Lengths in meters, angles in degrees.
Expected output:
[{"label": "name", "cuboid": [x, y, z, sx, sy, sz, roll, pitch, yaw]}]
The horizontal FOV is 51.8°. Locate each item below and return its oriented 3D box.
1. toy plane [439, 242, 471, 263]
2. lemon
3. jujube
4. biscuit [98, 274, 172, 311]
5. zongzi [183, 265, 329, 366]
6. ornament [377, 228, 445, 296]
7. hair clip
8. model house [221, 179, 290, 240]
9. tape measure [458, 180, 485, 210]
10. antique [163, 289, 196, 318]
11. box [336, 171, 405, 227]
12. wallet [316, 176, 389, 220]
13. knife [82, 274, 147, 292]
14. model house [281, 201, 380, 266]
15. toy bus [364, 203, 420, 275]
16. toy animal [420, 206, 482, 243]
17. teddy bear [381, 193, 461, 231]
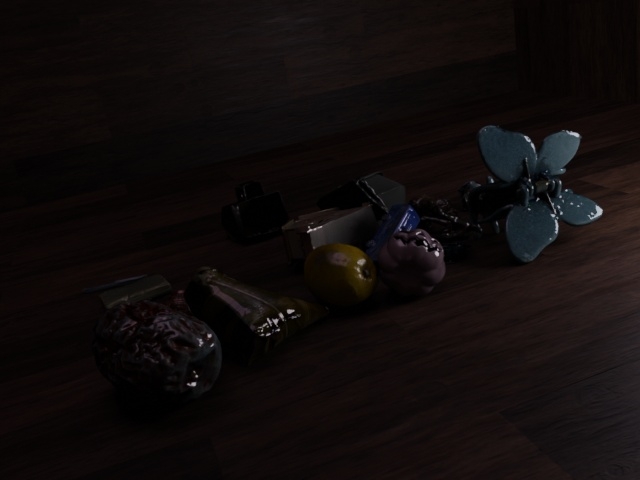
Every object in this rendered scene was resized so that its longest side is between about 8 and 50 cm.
[{"label": "toy plane", "cuboid": [0.320, 0.030, 1.900, 0.235, 0.060, 0.096, -4, 13, 7]}, {"label": "lemon", "cuboid": [0.049, 0.090, 1.709, 0.207, 0.169, 0.170, 3, 24, 43]}, {"label": "jujube", "cuboid": [-0.362, 0.242, 1.432, 0.317, 0.225, 0.226, 15, 31, 40]}, {"label": "biscuit", "cuboid": [-0.564, 0.159, 2.005, 0.200, 0.040, 0.121, -20, 20, -23]}, {"label": "zongzi", "cuboid": [-0.156, 0.152, 1.628, 0.288, 0.134, 0.286, -21, 48, -42]}, {"label": "ornament", "cuboid": [0.237, 0.054, 1.710, 0.178, 0.177, 0.177, -9, 20, 3]}, {"label": "hair clip", "cuboid": [0.601, -0.141, 1.925, 0.319, 0.391, 0.238, -16, -6, -11]}, {"label": "model house", "cuboid": [-0.260, -0.112, 2.402, 0.212, 0.204, 0.243, -19, 5, -22]}, {"label": "tape measure", "cuboid": [0.519, -0.155, 2.246, 0.091, 0.094, 0.054, -11, 14, -5]}, {"label": "antique", "cuboid": [-0.370, 0.188, 1.749, 0.104, 0.104, 0.104, -9, 20, 3]}, {"label": "box", "cuboid": [0.178, -0.125, 2.260, 0.243, 0.163, 0.135, -23, 32, -34]}, {"label": "wallet", "cuboid": [0.102, -0.109, 2.126, 0.245, 0.168, 0.052, -25, 24, 54]}, {"label": "knife", "cuboid": [-0.667, 0.141, 2.137, 0.210, 0.015, 0.028, -13, 14, -8]}, {"label": "model house", "cuboid": [0.000, 0.000, 2.011, 0.244, 0.169, 0.326, -1, 17, 44]}, {"label": "toy bus", "cuboid": [0.206, -0.003, 1.892, 0.094, 0.079, 0.236, 1, 47, 43]}, {"label": "toy animal", "cuboid": [0.375, -0.037, 1.895, 0.148, 0.084, 0.233, 3, -8, -12]}, {"label": "teddy bear", "cuboid": [0.315, -0.082, 2.062, 0.251, 0.182, 0.129, -20, 52, 33]}]
